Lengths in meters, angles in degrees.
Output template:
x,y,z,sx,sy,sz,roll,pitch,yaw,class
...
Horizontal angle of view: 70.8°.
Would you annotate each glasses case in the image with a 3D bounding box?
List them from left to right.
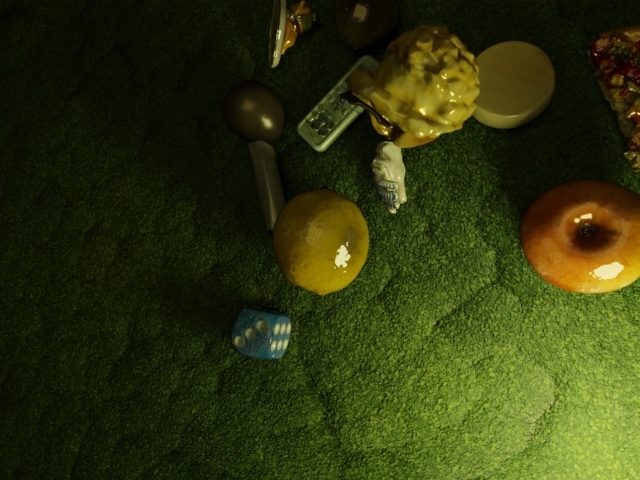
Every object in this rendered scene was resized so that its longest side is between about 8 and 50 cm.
x,y,z,sx,sy,sz,roll,pitch,yaw,class
-0.165,-0.165,1.467,0.083,0.128,0.308,-11,78,-11,glasses case

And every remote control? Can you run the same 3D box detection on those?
x,y,z,sx,sy,sz,roll,pitch,yaw,class
0.075,-0.438,1.457,0.335,0.065,0.128,-45,75,6,remote control

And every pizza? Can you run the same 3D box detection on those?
x,y,z,sx,sy,sz,roll,pitch,yaw,class
0.915,-0.371,1.169,0.439,0.130,0.406,14,84,18,pizza

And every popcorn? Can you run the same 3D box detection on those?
x,y,z,sx,sy,sz,roll,pitch,yaw,class
0.243,-0.419,1.250,0.381,0.349,0.349,-16,76,-14,popcorn

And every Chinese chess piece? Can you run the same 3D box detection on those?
x,y,z,sx,sy,sz,roll,pitch,yaw,class
0.542,-0.447,1.305,0.250,0.097,0.251,-3,80,16,Chinese chess piece

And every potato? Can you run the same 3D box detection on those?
x,y,z,sx,sy,sz,roll,pitch,yaw,class
0.134,-0.758,1.432,0.210,0.173,0.308,-19,80,15,potato

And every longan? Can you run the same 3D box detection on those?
x,y,z,sx,sy,sz,roll,pitch,yaw,class
-0.218,-0.420,1.476,0.220,0.196,0.196,41,94,15,longan

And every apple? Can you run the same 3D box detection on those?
x,y,z,sx,sy,sz,roll,pitch,yaw,class
0.660,-0.013,1.118,0.299,0.275,0.299,-2,84,21,apple

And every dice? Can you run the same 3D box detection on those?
x,y,z,sx,sy,sz,roll,pitch,yaw,class
-0.182,0.281,1.387,0.146,0.143,0.147,10,86,21,dice

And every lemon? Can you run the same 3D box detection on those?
x,y,z,sx,sy,sz,roll,pitch,yaw,class
-0.001,0.000,1.304,0.297,0.297,0.297,-2,81,16,lemon

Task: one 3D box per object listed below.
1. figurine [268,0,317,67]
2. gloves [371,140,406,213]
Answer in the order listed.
x,y,z,sx,sy,sz,roll,pitch,yaw,class
-0.095,-0.713,1.544,0.141,0.166,0.250,3,111,-18,figurine
0.211,-0.192,1.369,0.119,0.097,0.229,6,70,-28,gloves
